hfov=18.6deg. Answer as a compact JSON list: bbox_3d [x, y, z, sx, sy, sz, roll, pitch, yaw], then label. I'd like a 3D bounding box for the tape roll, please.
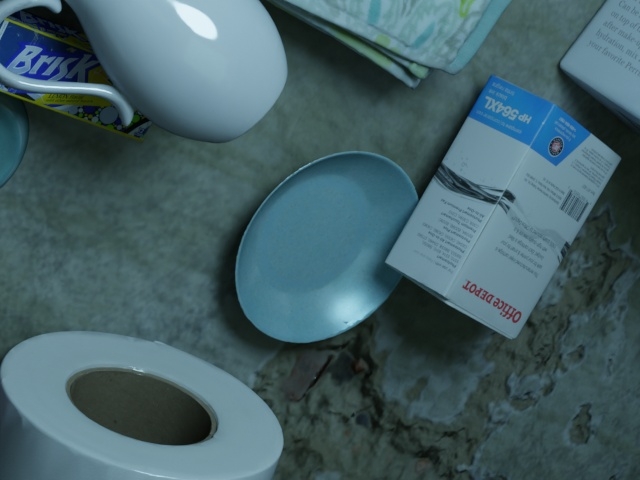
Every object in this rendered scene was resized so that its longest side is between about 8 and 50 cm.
[{"bbox_3d":[-0.170,0.206,1.639,0.246,0.246,0.169,4,114,-36],"label":"tape roll"}]

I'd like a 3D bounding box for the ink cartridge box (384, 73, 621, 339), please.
[{"bbox_3d":[0.169,-0.028,1.809,0.148,0.086,0.203,31,91,-53],"label":"ink cartridge box"}]

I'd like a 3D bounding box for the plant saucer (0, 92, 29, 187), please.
[{"bbox_3d":[-0.281,-0.074,1.540,0.119,0.021,0.119,-18,126,-26],"label":"plant saucer"}]

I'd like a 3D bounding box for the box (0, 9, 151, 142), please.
[{"bbox_3d":[-0.203,-0.134,1.534,0.169,0.054,0.059,18,106,-41],"label":"box"}]

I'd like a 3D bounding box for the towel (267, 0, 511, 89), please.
[{"bbox_3d":[0.087,-0.328,1.582,0.320,0.090,0.374,24,105,-42],"label":"towel"}]

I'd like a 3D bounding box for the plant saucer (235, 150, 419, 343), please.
[{"bbox_3d":[0.000,0.000,1.770,0.195,0.037,0.195,-18,127,-26],"label":"plant saucer"}]

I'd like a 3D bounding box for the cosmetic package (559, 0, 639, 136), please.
[{"bbox_3d":[0.460,-0.263,1.799,0.161,0.230,0.453,33,97,-43],"label":"cosmetic package"}]

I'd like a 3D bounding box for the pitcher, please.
[{"bbox_3d":[-0.140,-0.149,1.475,0.207,0.125,0.178,42,89,-27],"label":"pitcher"}]
